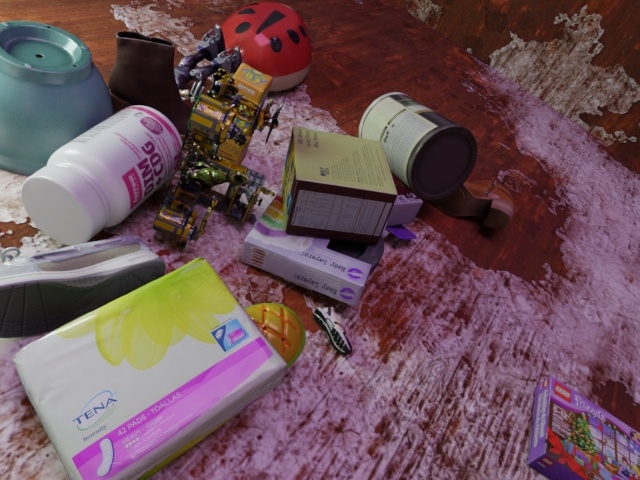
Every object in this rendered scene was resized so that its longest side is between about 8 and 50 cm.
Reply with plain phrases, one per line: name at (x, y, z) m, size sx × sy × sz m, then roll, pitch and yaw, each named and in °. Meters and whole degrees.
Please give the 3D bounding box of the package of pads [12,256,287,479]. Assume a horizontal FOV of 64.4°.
package of pads at (-0.231, 0.177, 0.708) m, size 0.296 × 0.101 × 0.229 m, roll -30°, pitch 65°, yaw -28°

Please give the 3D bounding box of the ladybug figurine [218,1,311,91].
ladybug figurine at (-0.165, -0.613, 1.573) m, size 0.305 × 0.162 × 0.449 m, roll 24°, pitch 40°, yaw -6°

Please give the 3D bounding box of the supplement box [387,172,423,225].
supplement box at (0.132, -0.138, 1.298) m, size 0.130 × 0.073 × 0.239 m, roll -8°, pitch 44°, yaw -38°

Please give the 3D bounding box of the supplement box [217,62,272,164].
supplement box at (-0.185, -0.272, 1.150) m, size 0.078 × 0.233 × 0.080 m, roll 25°, pitch 40°, yaw -5°

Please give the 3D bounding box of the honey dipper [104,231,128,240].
honey dipper at (-0.398, 0.032, 0.871) m, size 0.030 × 0.030 × 0.160 m, roll 39°, pitch 44°, yaw 11°

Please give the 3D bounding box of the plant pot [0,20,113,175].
plant pot at (-0.547, -0.294, 0.991) m, size 0.292 × 0.196 × 0.293 m, roll 16°, pitch 42°, yaw -15°

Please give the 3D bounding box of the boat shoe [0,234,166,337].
boat shoe at (-0.400, 0.057, 0.782) m, size 0.320 × 0.118 × 0.103 m, roll -16°, pitch 52°, yaw -45°

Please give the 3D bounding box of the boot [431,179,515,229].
boot at (0.441, -0.151, 1.499) m, size 0.283 × 0.109 × 0.220 m, roll 23°, pitch 31°, yaw 10°

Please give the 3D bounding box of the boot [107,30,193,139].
boot at (-0.347, -0.343, 1.150) m, size 0.248 × 0.207 × 0.090 m, roll 8°, pitch 44°, yaw -23°

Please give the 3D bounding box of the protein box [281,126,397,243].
protein box at (0.030, -0.116, 1.065) m, size 0.201 × 0.136 × 0.200 m, roll 7°, pitch 41°, yaw -12°

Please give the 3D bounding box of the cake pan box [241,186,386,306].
cake pan box at (0.000, 0.000, 1.079) m, size 0.266 × 0.070 × 0.246 m, roll 22°, pitch 42°, yaw 6°

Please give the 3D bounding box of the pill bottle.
pill bottle at (-0.388, -0.124, 0.935) m, size 0.160 × 0.160 × 0.283 m, roll 29°, pitch 41°, yaw -1°

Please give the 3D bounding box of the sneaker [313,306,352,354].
sneaker at (0.033, 0.169, 0.971) m, size 0.043 × 0.040 × 0.109 m, roll -10°, pitch 54°, yaw -40°

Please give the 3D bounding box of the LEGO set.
LEGO set at (-0.168, -0.134, 0.984) m, size 0.192 × 0.332 × 0.255 m, roll 23°, pitch 20°, yaw -10°

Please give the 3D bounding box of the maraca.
maraca at (-0.112, 0.173, 0.841) m, size 0.185 × 0.099 × 0.127 m, roll -26°, pitch 61°, yaw -24°

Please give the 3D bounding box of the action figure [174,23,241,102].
action figure at (-0.340, -0.439, 1.310) m, size 0.185 × 0.099 × 0.285 m, roll 41°, pitch 59°, yaw 8°

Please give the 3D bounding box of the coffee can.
coffee can at (0.252, -0.259, 1.367) m, size 0.201 × 0.202 × 0.275 m, roll 1°, pitch 31°, yaw -30°

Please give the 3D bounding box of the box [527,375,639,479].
box at (0.553, 0.427, 0.993) m, size 0.293 × 0.057 × 0.201 m, roll 33°, pitch 39°, yaw 4°

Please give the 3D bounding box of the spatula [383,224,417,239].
spatula at (0.121, 0.001, 1.200) m, size 0.296 × 0.030 × 0.084 m, roll -20°, pitch 46°, yaw -38°
